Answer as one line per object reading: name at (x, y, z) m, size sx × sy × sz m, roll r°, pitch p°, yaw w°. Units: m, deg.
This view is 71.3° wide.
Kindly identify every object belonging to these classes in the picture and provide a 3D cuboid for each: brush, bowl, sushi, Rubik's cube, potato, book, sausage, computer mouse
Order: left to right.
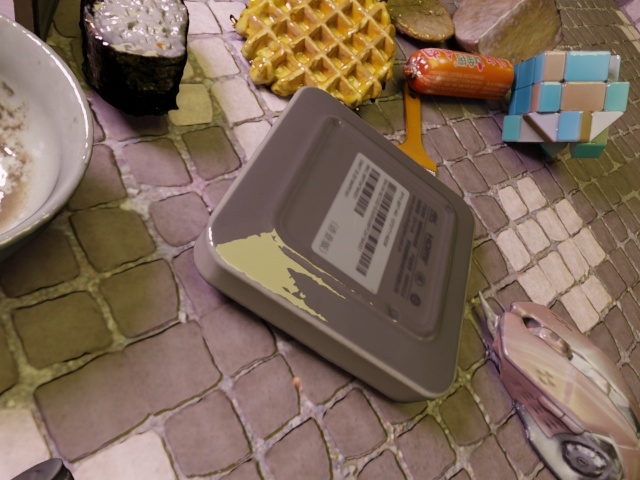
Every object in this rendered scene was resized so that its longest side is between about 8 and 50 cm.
bowl at (-0.367, -0.074, 0.396) m, size 0.288 × 0.146 × 0.290 m, roll 15°, pitch 58°, yaw -24°
book at (-0.336, -0.344, 0.546) m, size 0.026 × 0.157 × 0.232 m, roll 10°, pitch 61°, yaw -24°
sushi at (-0.242, -0.266, 0.579) m, size 0.124 × 0.127 × 0.225 m, roll -3°, pitch 59°, yaw -30°
brush at (0.180, -0.213, 0.868) m, size 0.103 × 0.013 × 0.273 m, roll 19°, pitch 57°, yaw -21°
sausage at (0.286, -0.352, 0.945) m, size 0.311 × 0.093 × 0.093 m, roll -9°, pitch 70°, yaw -36°
potato at (0.439, -0.522, 1.132) m, size 0.264 × 0.211 × 0.189 m, roll -43°, pitch 134°, yaw -3°
Rubik's cube at (0.524, -0.292, 0.990) m, size 0.224 × 0.265 × 0.213 m, roll 1°, pitch 102°, yaw 5°
computer mouse at (0.393, 0.223, 0.702) m, size 0.199 × 0.115 × 0.389 m, roll -31°, pitch 84°, yaw -41°

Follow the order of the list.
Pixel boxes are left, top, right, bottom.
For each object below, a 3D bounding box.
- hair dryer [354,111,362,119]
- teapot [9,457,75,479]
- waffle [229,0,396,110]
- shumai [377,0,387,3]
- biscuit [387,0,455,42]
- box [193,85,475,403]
hair dryer at (0.040, -0.182, 0.769) m, size 0.083 × 0.031 × 0.079 m, roll -5°, pitch 76°, yaw -17°
teapot at (-0.243, 0.246, 0.354) m, size 0.091 × 0.124 × 0.092 m, roll 62°, pitch 10°, yaw -8°
waffle at (0.000, -0.368, 0.772) m, size 0.328 × 0.062 × 0.330 m, roll 4°, pitch 75°, yaw -16°
shumai at (0.065, -0.586, 0.875) m, size 0.189 × 0.218 × 0.256 m, roll -19°, pitch 79°, yaw -41°
biscuit at (0.216, -0.535, 1.034) m, size 0.219 × 0.033 × 0.220 m, roll 11°, pitch 56°, yaw -16°
box at (0.060, -0.012, 0.632) m, size 0.372 × 0.090 × 0.368 m, roll 34°, pitch 51°, yaw -13°
